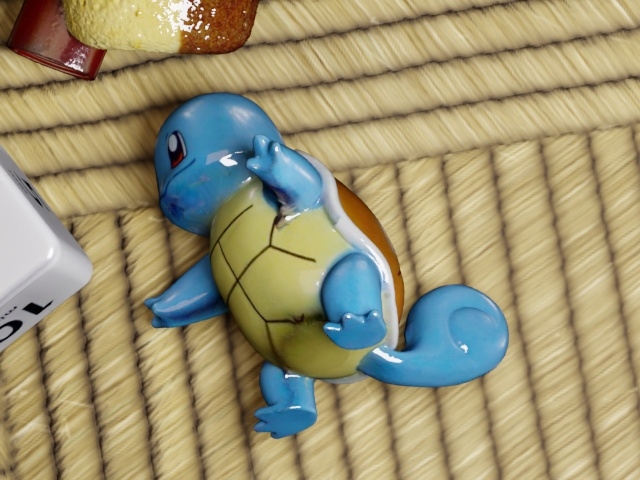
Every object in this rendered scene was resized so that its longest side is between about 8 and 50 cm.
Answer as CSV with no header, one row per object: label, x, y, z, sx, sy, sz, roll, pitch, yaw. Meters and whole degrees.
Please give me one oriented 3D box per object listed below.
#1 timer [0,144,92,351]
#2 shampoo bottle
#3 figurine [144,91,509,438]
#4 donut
timer,-0.367,0.008,1.777,0.192,0.195,0.194,-38,81,-2
shampoo bottle,-0.236,-0.304,1.876,0.102,0.064,0.260,22,84,3
figurine,-0.014,0.028,1.747,0.416,0.298,0.243,37,52,5
donut,-0.157,-0.232,1.805,0.217,0.141,0.085,0,98,-15
